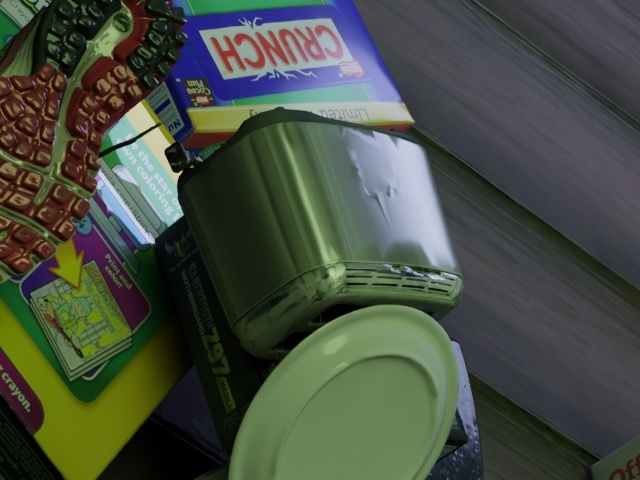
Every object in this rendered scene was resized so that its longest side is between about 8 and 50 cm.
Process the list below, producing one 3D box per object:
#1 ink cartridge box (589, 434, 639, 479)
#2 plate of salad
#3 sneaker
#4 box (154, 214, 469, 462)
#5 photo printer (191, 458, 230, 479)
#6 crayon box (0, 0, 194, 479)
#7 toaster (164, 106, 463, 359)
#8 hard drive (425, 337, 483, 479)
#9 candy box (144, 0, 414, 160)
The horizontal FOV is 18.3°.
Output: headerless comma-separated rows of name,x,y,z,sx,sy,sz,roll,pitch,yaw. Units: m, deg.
ink cartridge box,0.380,0.292,1.722,0.131,0.226,0.306,15,49,-37
plate of salad,0.014,0.130,1.385,0.199,0.200,0.048,6,21,-41
sneaker,-0.199,-0.065,1.343,0.121,0.112,0.299,47,51,-12
box,-0.004,0.077,1.506,0.232,0.059,0.183,14,47,-47
photo printer,-0.025,0.309,1.413,0.256,0.107,0.307,-24,78,-51
crayon box,-0.235,-0.026,1.447,0.363,0.106,0.313,54,36,-11
toaster,0.000,0.000,1.406,0.227,0.129,0.146,9,53,-49
hard drive,0.062,0.169,1.652,0.172,0.054,0.255,23,46,-29
candy box,-0.102,-0.200,1.739,0.268,0.122,0.317,-5,65,-46
